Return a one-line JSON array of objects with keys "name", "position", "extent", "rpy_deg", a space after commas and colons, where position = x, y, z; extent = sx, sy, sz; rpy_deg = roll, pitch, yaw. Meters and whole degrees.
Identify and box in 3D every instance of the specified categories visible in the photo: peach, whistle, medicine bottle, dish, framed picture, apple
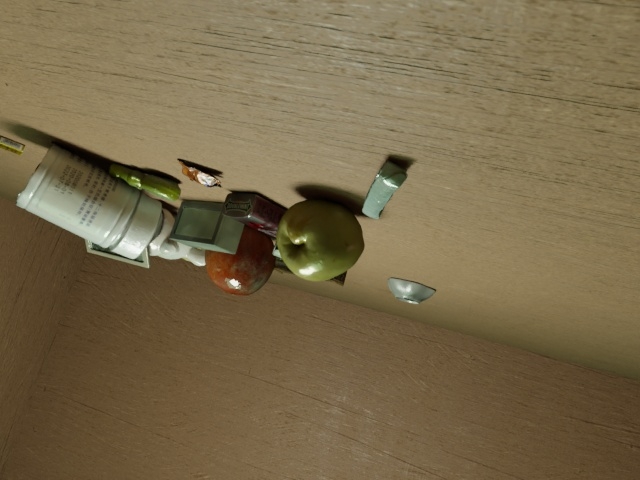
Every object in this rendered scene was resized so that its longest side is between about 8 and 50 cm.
[{"name": "peach", "position": [-0.268, 0.068, 1.779], "extent": [0.252, 0.252, 0.252], "rpy_deg": [16, 169, 3]}, {"name": "whistle", "position": [-0.465, -0.161, 1.407], "extent": [0.198, 0.057, 0.104], "rpy_deg": [23, 175, 4]}, {"name": "medicine bottle", "position": [-0.617, -0.099, 1.440], "extent": [0.332, 0.190, 0.190], "rpy_deg": [32, 163, -27]}, {"name": "dish", "position": [0.335, 0.199, 1.995], "extent": [0.191, 0.066, 0.190], "rpy_deg": [16, 169, 3]}, {"name": "framed picture", "position": [-0.662, -0.066, 1.682], "extent": [0.241, 0.020, 0.324], "rpy_deg": [15, 126, 9]}, {"name": "apple", "position": [0.000, 0.000, 1.171], "extent": [0.200, 0.200, 0.200], "rpy_deg": [16, 169, 3]}]

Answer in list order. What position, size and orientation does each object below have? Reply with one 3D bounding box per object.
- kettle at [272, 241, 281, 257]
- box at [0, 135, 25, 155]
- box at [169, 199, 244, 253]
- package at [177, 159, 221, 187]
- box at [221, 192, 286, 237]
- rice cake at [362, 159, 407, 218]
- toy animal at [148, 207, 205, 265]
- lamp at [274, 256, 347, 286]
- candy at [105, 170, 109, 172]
[{"name": "kettle", "position": [-0.067, 0.018, 1.647], "extent": [0.148, 0.126, 0.098], "rpy_deg": [19, 137, -3]}, {"name": "box", "position": [-0.930, -0.288, 1.505], "extent": [0.156, 0.022, 0.089], "rpy_deg": [23, 166, -31]}, {"name": "box", "position": [-0.340, -0.044, 1.585], "extent": [0.225, 0.129, 0.086], "rpy_deg": [7, 166, 40]}, {"name": "package", "position": [-0.278, -0.148, 1.220], "extent": [0.111, 0.033, 0.077], "rpy_deg": [21, 179, -1]}, {"name": "box", "position": [-0.137, -0.057, 1.391], "extent": [0.120, 0.069, 0.224], "rpy_deg": [7, 167, 40]}, {"name": "rice cake", "position": [0.109, -0.085, 0.935], "extent": [0.045, 0.042, 0.245], "rpy_deg": [28, 170, 2]}, {"name": "toy animal", "position": [-0.537, -0.014, 1.885], "extent": [0.247, 0.182, 0.310], "rpy_deg": [12, 169, 21]}, {"name": "lamp", "position": [-0.051, 0.096, 1.992], "extent": [0.325, 0.089, 0.090], "rpy_deg": [9, 168, 38]}, {"name": "candy", "position": [-0.689, -0.200, 1.557], "extent": [0.201, 0.060, 0.060], "rpy_deg": [23, 171, 15]}]
